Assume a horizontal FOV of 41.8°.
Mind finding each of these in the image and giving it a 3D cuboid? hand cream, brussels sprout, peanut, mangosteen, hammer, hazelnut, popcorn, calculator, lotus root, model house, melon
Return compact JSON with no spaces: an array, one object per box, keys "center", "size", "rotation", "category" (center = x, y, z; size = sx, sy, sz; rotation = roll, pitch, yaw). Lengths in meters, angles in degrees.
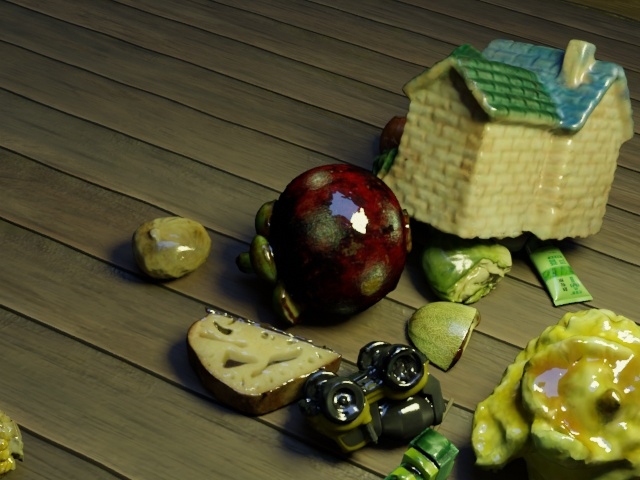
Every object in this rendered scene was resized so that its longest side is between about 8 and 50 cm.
[{"center":[0.496,0.061,1.772],"size":[0.095,0.046,0.175],"rotation":[-5,49,-23],"category":"hand cream"},{"center":[0.286,0.042,1.690],"size":[0.183,0.131,0.145],"rotation":[-21,53,-26],"category":"brussels sprout"},{"center":[-0.289,0.013,1.632],"size":[0.159,0.109,0.140],"rotation":[-1,49,-30],"category":"peanut"},{"center":[0.019,0.002,1.579],"size":[0.312,0.311,0.311],"rotation":[6,39,-5],"category":"mangosteen"},{"center":[0.209,0.306,1.444],"size":[0.036,0.019,0.110],"rotation":[24,39,17],"category":"hammer"},{"center":[0.218,-0.231,2.021],"size":[0.154,0.143,0.143],"rotation":[12,39,15],"category":"hazelnut"},{"center":[0.422,0.273,1.340],"size":[0.279,0.274,0.335],"rotation":[35,79,-17],"category":"popcorn"},{"center":[0.344,-0.038,1.868],"size":[0.246,0.045,0.141],"rotation":[12,39,4],"category":"calculator"},{"center":[-0.113,0.216,1.446],"size":[0.261,0.074,0.170],"rotation":[21,41,12],"category":"lotus root"},{"center":[0.365,-0.240,1.729],"size":[0.446,0.399,0.395],"rotation":[-5,26,-38],"category":"model house"},{"center":[0.231,0.157,1.580],"size":[0.128,0.079,0.160],"rotation":[20,41,11],"category":"melon"}]

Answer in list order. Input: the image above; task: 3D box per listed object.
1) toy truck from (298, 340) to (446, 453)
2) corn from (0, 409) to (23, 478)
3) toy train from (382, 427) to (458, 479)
[{"center":[0.087,0.268,1.370],"size":[0.224,0.165,0.147],"rotation":[-25,4,-17],"category":"toy truck"},{"center":[-0.614,0.327,1.159],"size":[0.388,0.143,0.144],"rotation":[-13,44,-27],"category":"corn"},{"center":[0.113,0.378,1.247],"size":[0.083,0.132,0.200],"rotation":[33,42,27],"category":"toy train"}]
